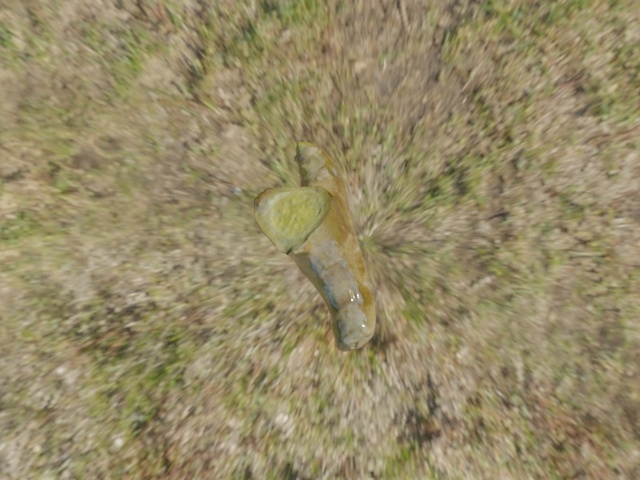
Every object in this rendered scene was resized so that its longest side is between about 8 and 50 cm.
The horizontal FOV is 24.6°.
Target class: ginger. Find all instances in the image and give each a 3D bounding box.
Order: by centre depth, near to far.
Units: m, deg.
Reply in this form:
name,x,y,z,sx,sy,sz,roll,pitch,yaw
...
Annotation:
name,x,y,z,sx,sy,sz,roll,pitch,yaw
ginger,0.000,-0.001,0.626,0.030,0.048,0.097,-31,65,43
